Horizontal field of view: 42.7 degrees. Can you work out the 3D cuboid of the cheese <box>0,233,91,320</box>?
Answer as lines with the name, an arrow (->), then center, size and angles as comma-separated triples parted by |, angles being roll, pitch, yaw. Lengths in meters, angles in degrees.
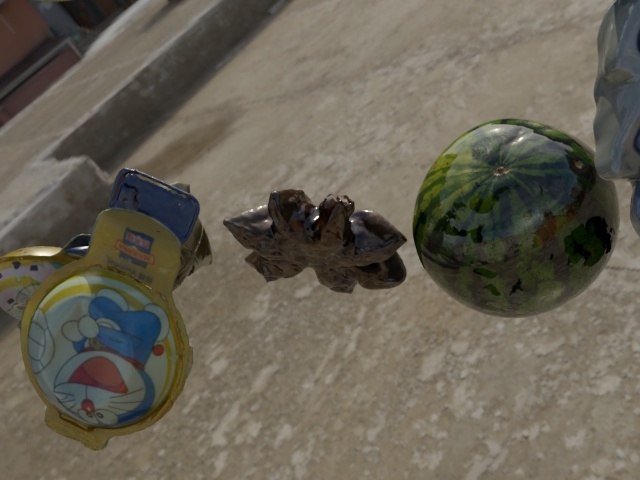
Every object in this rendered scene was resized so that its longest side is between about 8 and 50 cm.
cheese -> -0.263, 0.039, 0.861 | 0.250, 0.157, 0.064 | -26, 52, 37

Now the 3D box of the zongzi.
zongzi -> -0.184, 0.034, 1.068 | 0.079, 0.176, 0.160 | -5, 49, 12

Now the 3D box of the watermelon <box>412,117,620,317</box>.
watermelon -> 0.272, -0.032, 1.162 | 0.285, 0.285, 0.285 | -31, 25, 16

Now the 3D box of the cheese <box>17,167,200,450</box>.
cheese -> -0.193, 0.068, 0.766 | 0.069, 0.177, 0.270 | -24, -43, -77

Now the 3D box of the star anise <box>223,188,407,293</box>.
star anise -> -0.005, 0.009, 1.350 | 0.315, 0.315, 0.108 | -19, 51, 36

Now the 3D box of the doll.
doll -> 0.136, -0.069, 0.312 | 0.096, 0.195, 0.070 | -10, 0, -29
